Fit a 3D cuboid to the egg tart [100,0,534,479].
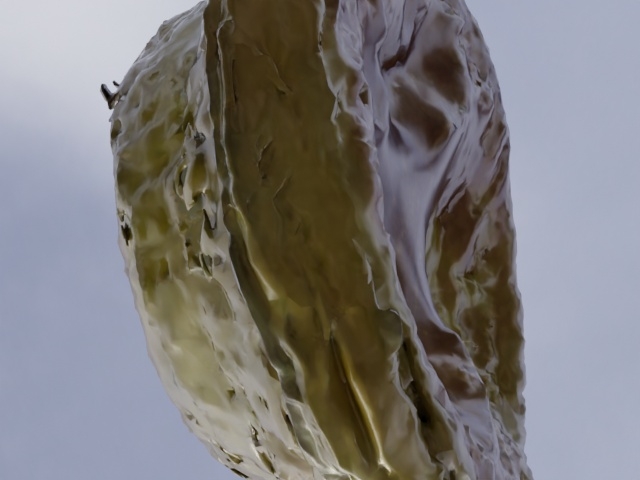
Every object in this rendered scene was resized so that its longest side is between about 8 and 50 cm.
[{"bbox_3d":[0.000,0.000,1.077,0.178,0.443,0.443,-13,-116,17],"label":"egg tart"}]
